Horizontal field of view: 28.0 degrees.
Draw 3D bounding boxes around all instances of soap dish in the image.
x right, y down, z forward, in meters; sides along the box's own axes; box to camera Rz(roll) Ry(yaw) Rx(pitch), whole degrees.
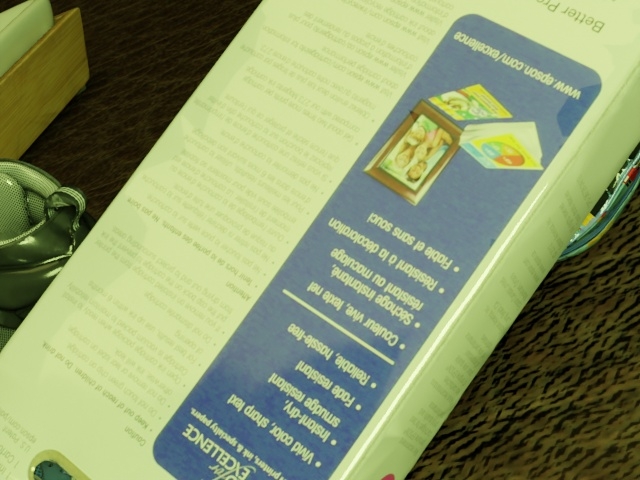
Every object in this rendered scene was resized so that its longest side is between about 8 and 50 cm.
[{"bbox_3d":[-0.396,-0.139,1.410,0.229,0.118,0.291,-17,26,27],"label":"soap dish"}]

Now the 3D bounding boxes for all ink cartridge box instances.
[{"bbox_3d":[0.000,0.000,0.568,0.176,0.069,0.371,32,81,30],"label":"ink cartridge box"}]

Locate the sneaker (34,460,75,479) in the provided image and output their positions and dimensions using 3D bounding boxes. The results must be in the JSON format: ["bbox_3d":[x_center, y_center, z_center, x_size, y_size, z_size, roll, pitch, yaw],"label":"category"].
[{"bbox_3d":[-0.139,0.143,0.593,0.081,0.080,0.211,-39,26,-12],"label":"sneaker"}]

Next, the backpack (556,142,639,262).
[{"bbox_3d":[0.096,-0.061,0.663,0.173,0.117,0.158,33,90,33],"label":"backpack"}]

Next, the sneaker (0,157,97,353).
[{"bbox_3d":[-0.206,0.036,0.793,0.269,0.153,0.101,-13,28,35],"label":"sneaker"}]
